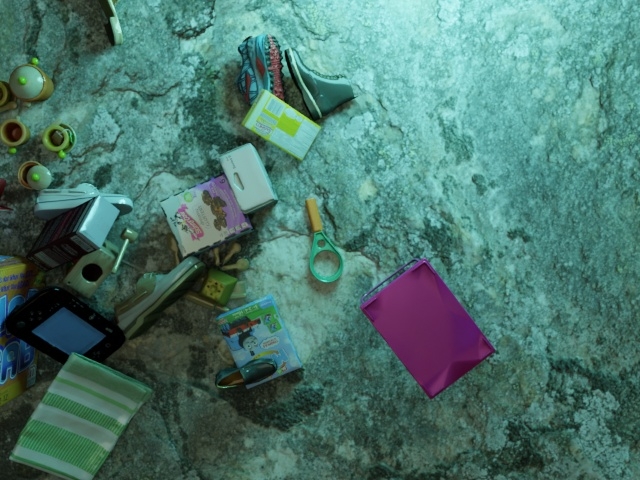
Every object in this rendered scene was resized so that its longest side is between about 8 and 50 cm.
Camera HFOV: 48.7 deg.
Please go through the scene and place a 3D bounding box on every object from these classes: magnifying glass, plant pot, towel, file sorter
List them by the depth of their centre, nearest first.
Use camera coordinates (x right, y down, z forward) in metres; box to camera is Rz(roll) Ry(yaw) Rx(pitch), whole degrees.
[{"bbox_3d":[0.262,0.212,1.816,0.202,0.182,0.290,-37,93,2],"label":"file sorter"},{"bbox_3d":[-0.272,0.123,1.840,0.081,0.083,0.081,25,90,0],"label":"plant pot"},{"bbox_3d":[-0.632,0.480,1.868,0.248,0.038,0.324,33,93,-28],"label":"towel"},{"bbox_3d":[0.000,0.000,1.887,0.092,0.026,0.230,-14,92,2],"label":"magnifying glass"}]

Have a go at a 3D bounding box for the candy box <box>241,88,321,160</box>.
[{"bbox_3d":[-0.097,-0.293,1.811,0.206,0.027,0.105,28,97,-41],"label":"candy box"}]

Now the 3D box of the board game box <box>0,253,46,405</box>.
[{"bbox_3d":[-0.938,0.214,1.748,0.357,0.356,0.356,8,94,1],"label":"board game box"}]

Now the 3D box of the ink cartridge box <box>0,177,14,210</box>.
[{"bbox_3d":[-0.922,-0.148,1.840,0.231,0.134,0.077,20,93,-1],"label":"ink cartridge box"}]

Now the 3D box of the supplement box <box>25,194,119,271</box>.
[{"bbox_3d":[-0.628,-0.015,1.787,0.240,0.130,0.073,-18,131,35],"label":"supplement box"}]

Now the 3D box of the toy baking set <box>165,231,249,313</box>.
[{"bbox_3d":[-0.308,0.079,1.897,0.256,0.030,0.196,18,90,0],"label":"toy baking set"}]

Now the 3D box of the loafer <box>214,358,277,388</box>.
[{"bbox_3d":[-0.194,0.356,1.850,0.170,0.061,0.062,-19,99,4],"label":"loafer"}]

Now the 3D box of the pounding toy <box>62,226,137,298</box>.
[{"bbox_3d":[-0.568,0.036,1.810,0.094,0.181,0.206,38,93,-23],"label":"pounding toy"}]

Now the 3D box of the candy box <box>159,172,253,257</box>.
[{"bbox_3d":[-0.297,-0.063,1.851,0.196,0.070,0.164,-24,86,-3],"label":"candy box"}]

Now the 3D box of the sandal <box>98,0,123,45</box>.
[{"bbox_3d":[-0.536,-0.634,1.849,0.079,0.088,0.239,-18,101,-29],"label":"sandal"}]

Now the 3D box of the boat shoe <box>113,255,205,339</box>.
[{"bbox_3d":[-0.430,0.131,1.840,0.302,0.113,0.103,-42,79,15],"label":"boat shoe"}]

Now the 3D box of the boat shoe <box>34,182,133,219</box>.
[{"bbox_3d":[-0.622,-0.110,1.857,0.258,0.095,0.084,-1,67,-1],"label":"boat shoe"}]

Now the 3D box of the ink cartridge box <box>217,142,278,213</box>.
[{"bbox_3d":[-0.178,-0.152,1.787,0.093,0.212,0.154,-24,92,2],"label":"ink cartridge box"}]

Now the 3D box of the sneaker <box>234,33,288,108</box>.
[{"bbox_3d":[-0.161,-0.401,1.847,0.125,0.104,0.261,5,102,29],"label":"sneaker"}]

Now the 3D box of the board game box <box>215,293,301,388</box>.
[{"bbox_3d":[-0.164,0.271,1.887,0.160,0.039,0.211,-23,100,2],"label":"board game box"}]

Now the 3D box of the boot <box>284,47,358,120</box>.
[{"bbox_3d":[0.000,-0.430,1.847,0.137,0.077,0.197,-26,106,-2],"label":"boot"}]

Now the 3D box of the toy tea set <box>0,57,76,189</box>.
[{"bbox_3d":[-0.760,-0.299,1.833,0.200,0.124,0.335,-23,92,2],"label":"toy tea set"}]

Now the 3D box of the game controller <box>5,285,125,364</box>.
[{"bbox_3d":[-0.640,0.229,1.797,0.167,0.319,0.067,-31,51,4],"label":"game controller"}]
